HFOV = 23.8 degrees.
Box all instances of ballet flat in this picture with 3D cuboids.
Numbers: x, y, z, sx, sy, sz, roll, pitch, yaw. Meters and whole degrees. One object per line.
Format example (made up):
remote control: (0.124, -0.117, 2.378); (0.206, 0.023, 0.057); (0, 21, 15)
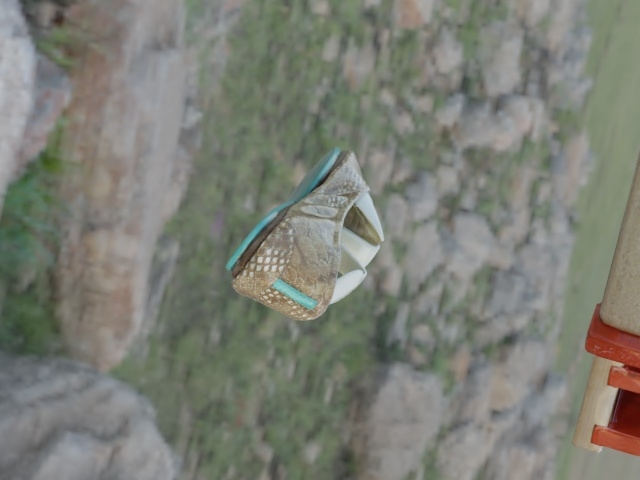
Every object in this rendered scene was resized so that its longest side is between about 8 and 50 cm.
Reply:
ballet flat: (0.000, 0.000, 0.907); (0.073, 0.067, 0.206); (-50, -179, 25)

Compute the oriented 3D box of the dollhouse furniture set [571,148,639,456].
dollhouse furniture set: (0.210, 0.023, 0.412); (0.135, 0.259, 0.262); (91, 19, -44)
